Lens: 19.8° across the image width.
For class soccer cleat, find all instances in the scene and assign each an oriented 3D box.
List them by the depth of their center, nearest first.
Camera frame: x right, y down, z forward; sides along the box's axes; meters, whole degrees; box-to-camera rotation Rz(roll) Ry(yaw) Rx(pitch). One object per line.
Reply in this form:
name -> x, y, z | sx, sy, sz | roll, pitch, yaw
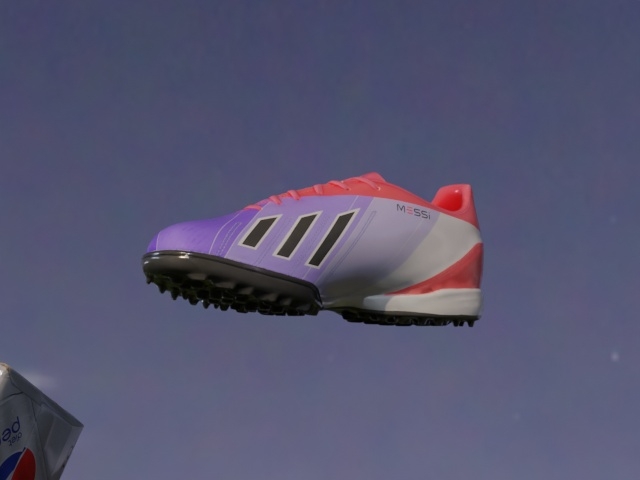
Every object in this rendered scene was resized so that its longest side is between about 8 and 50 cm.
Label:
soccer cleat -> 0.000, 0.000, 1.369 | 0.318, 0.116, 0.108 | 7, -6, -41

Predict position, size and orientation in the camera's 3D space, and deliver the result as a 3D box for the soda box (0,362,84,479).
soda box -> -0.267, 0.079, 0.892 | 0.286, 0.098, 0.091 | 15, -18, 23
